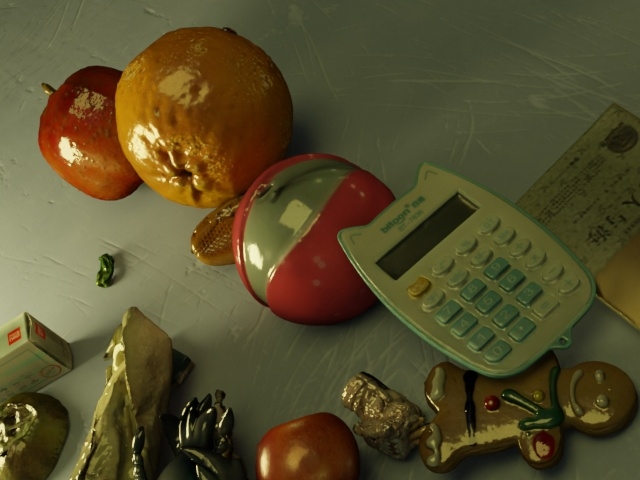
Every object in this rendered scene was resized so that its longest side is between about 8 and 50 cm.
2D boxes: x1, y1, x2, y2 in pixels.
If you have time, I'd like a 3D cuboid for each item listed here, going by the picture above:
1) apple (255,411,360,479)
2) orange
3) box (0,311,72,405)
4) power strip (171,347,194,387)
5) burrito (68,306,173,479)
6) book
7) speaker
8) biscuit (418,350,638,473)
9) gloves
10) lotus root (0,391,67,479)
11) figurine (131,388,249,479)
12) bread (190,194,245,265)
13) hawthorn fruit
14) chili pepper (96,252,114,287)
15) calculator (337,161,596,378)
[{"bbox_3d":[-0.019,0.323,1.600,0.163,0.163,0.139,-17,68,23],"label":"apple"},{"bbox_3d":[-0.220,-0.220,2.047,0.340,0.341,0.293,-14,38,25],"label":"orange"},{"bbox_3d":[-0.616,0.253,2.088,0.269,0.135,0.079,-31,47,10],"label":"box"},{"bbox_3d":[-0.282,0.215,1.960,0.123,0.032,0.056,21,69,43],"label":"power strip"},{"bbox_3d":[-0.325,0.291,1.846,0.135,0.190,0.332,14,60,-8],"label":"burrito"},{"bbox_3d":[0.478,-0.023,1.606,0.269,0.032,0.389,-46,49,-2],"label":"book"},{"bbox_3d":[0.000,0.000,1.839,0.294,0.294,0.294,-18,48,21],"label":"speaker"},{"bbox_3d":[0.284,0.225,1.520,0.301,0.049,0.197,-7,53,16],"label":"biscuit"},{"bbox_3d":[0.093,0.260,1.613,0.094,0.110,0.144,-45,43,-1],"label":"gloves"},{"bbox_3d":[-0.558,0.359,2.003,0.183,0.078,0.204,-5,55,32],"label":"lotus root"},{"bbox_3d":[-0.184,0.360,1.683,0.197,0.175,0.265,-35,36,-6],"label":"figurine"},{"bbox_3d":[-0.150,-0.019,2.016,0.189,0.114,0.077,-24,7,17],"label":"bread"},{"bbox_3d":[-0.453,-0.234,2.268,0.275,0.299,0.275,-52,10,13],"label":"hawthorn fruit"},{"bbox_3d":[-0.431,0.058,2.192,0.034,0.030,0.091,-44,34,34],"label":"chili pepper"},{"bbox_3d":[0.221,0.047,1.624,0.256,0.054,0.386,-40,53,-15],"label":"calculator"}]
